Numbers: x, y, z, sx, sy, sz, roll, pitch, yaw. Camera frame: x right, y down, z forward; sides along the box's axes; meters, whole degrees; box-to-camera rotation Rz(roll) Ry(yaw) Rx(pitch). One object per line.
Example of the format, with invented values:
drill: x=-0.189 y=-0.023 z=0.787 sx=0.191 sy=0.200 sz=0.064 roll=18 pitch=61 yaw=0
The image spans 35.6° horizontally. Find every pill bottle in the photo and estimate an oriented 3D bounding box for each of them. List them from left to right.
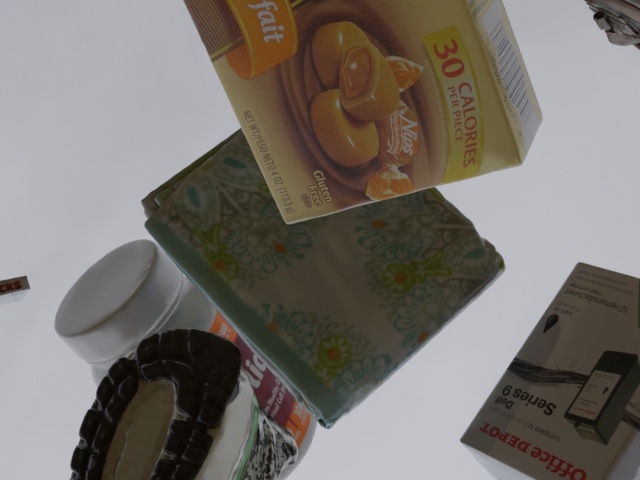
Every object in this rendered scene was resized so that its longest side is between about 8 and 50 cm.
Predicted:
pill bottle: x=-0.196 y=0.195 z=1.497 sx=0.224 sy=0.392 sz=0.224 roll=-28 pitch=-148 yaw=19

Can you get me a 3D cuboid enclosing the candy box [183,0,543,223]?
candy box: x=0.005 y=-0.181 z=0.649 sx=0.183 sy=0.316 sz=0.087 roll=-14 pitch=-159 yaw=28

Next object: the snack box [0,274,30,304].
snack box: x=-0.454 y=0.078 z=1.233 sx=0.178 sy=0.064 sz=0.022 roll=-13 pitch=-100 yaw=-29

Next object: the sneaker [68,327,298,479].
sneaker: x=-0.105 y=0.279 z=0.693 sx=0.158 sy=0.182 sz=0.410 roll=5 pitch=-113 yaw=41

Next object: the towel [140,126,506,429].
towel: x=0.000 y=0.000 z=1.267 sx=0.320 sy=0.090 sz=0.374 roll=-40 pitch=-101 yaw=-14

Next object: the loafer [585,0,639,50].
loafer: x=0.217 y=-0.144 z=0.679 sx=0.125 sy=0.039 sz=0.045 roll=11 pitch=-153 yaw=-37

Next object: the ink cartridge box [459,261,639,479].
ink cartridge box: x=0.341 y=0.191 z=1.207 sx=0.211 sy=0.121 sz=0.289 roll=18 pitch=-113 yaw=52
